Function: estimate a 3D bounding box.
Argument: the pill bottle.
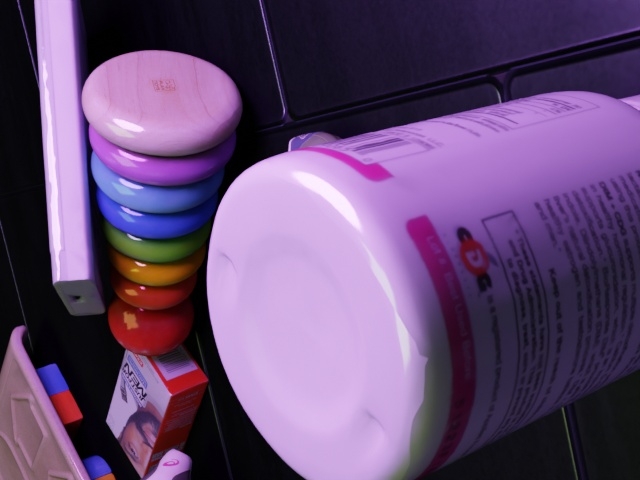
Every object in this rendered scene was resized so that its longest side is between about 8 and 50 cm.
[{"bbox_3d":[0.098,0.010,0.555,0.160,0.283,0.160,25,122,47],"label":"pill bottle"}]

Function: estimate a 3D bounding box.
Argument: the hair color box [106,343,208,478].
[{"bbox_3d":[-0.188,0.183,1.205,0.093,0.053,0.167,50,139,28],"label":"hair color box"}]

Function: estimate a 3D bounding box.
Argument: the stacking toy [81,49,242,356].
[{"bbox_3d":[-0.158,-0.011,1.034,0.141,0.141,0.330,44,140,35],"label":"stacking toy"}]

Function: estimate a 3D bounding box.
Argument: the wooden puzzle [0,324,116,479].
[{"bbox_3d":[-0.379,0.336,1.509,0.347,0.081,0.322,60,142,25],"label":"wooden puzzle"}]

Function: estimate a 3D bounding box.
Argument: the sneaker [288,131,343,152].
[{"bbox_3d":[0.000,0.000,0.879,0.086,0.064,0.192,37,131,50],"label":"sneaker"}]

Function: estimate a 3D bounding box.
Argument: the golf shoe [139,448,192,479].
[{"bbox_3d":[-0.158,0.345,1.204,0.105,0.120,0.273,17,145,15],"label":"golf shoe"}]

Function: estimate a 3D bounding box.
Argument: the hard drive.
[{"bbox_3d":[-0.248,-0.092,1.061,0.203,0.040,0.307,122,142,-75],"label":"hard drive"}]
